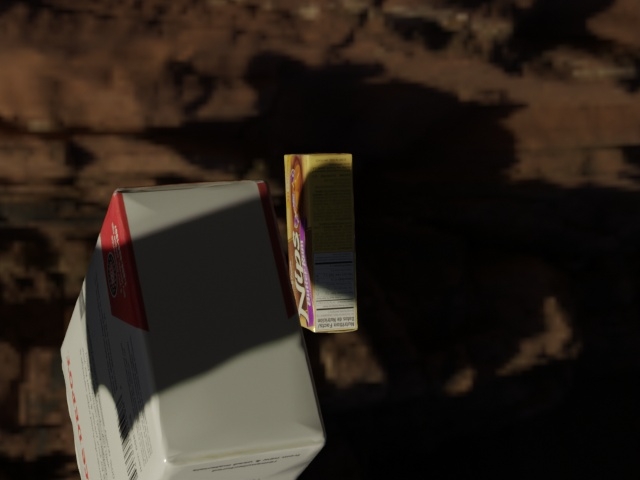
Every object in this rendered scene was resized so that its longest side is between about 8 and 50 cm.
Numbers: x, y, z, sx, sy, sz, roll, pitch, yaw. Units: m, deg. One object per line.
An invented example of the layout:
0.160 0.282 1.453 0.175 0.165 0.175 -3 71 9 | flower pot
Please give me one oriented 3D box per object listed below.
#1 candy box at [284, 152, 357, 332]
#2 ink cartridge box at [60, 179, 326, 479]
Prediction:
0.000 0.000 1.724 0.053 0.187 0.109 -2 -176 -14 | candy box
-0.102 0.107 1.158 0.114 0.197 0.273 -4 155 -20 | ink cartridge box
